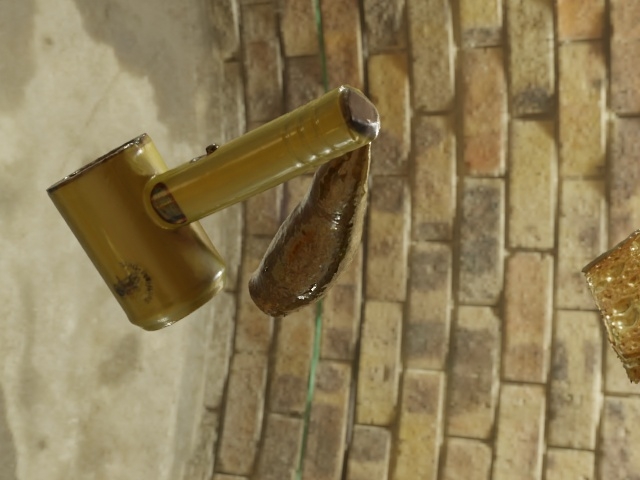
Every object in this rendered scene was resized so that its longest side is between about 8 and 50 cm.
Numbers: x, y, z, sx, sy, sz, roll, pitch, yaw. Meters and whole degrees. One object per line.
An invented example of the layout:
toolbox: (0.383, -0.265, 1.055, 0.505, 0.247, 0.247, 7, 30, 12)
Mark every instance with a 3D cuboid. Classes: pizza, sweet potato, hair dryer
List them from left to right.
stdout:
hair dryer: (-0.069, -0.030, 0.686, 0.135, 0.278, 0.090, 60, 39, -11)
sweet potato: (0.000, 0.000, 0.836, 0.244, 0.077, 0.077, -53, -170, 49)
pizza: (0.385, 0.047, 1.022, 0.080, 0.204, 0.188, 44, 16, -20)
